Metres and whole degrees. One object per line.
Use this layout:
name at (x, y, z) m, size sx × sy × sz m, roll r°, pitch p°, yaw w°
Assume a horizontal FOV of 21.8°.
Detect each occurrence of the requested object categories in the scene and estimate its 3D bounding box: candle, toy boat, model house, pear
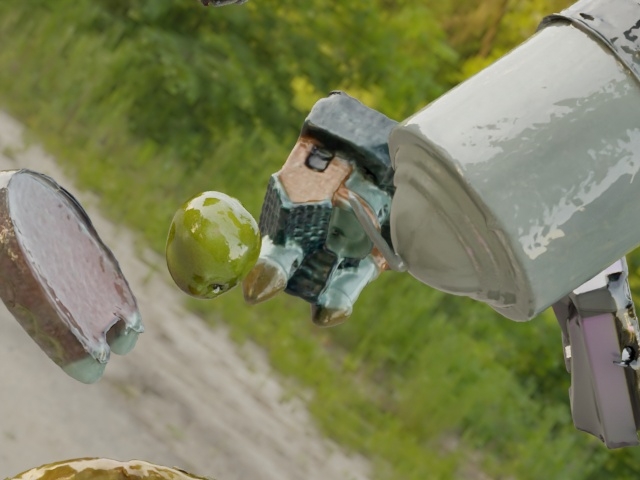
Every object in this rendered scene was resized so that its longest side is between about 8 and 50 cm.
candle at (0.191, -0.061, 1.468) m, size 0.221 × 0.342 × 0.221 m, roll 54°, pitch -10°, yaw 14°
toy boat at (-0.276, 0.036, 1.661) m, size 0.227 × 0.085 × 0.155 m, roll 59°, pitch 27°, yaw -7°
model house at (0.000, 0.000, 2.122) m, size 0.184 × 0.253 × 0.291 m, roll 29°, pitch 52°, yaw 11°
pear at (-0.094, 0.006, 1.465) m, size 0.092 × 0.097 × 0.092 m, roll 12°, pitch -9°, yaw 2°

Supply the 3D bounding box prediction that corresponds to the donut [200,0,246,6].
donut at (-0.098, -0.360, 1.611) m, size 0.345 × 0.136 × 0.259 m, roll -91°, pitch 161°, yaw -72°

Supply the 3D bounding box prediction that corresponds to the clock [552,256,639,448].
clock at (0.275, 0.070, 1.674) m, size 0.253 × 0.083 × 0.186 m, roll -84°, pitch 160°, yaw -61°

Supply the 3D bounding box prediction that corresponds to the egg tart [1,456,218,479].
egg tart at (-0.174, 0.393, 1.426) m, size 0.443 × 0.443 × 0.178 m, roll 34°, pitch 5°, yaw 1°
